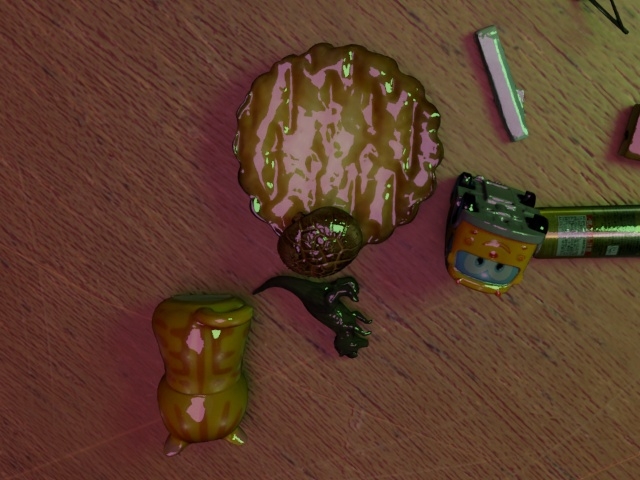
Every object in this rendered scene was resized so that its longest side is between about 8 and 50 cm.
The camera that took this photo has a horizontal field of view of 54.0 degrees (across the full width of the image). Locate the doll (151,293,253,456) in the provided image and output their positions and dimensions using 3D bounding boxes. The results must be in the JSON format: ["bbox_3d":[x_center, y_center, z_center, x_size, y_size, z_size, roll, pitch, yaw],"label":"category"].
[{"bbox_3d":[-0.195,0.210,1.056,0.167,0.162,0.269,-1,112,-6],"label":"doll"}]

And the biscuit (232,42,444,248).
[{"bbox_3d":[0.026,-0.139,0.979,0.326,0.107,0.325,1,99,7],"label":"biscuit"}]

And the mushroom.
[{"bbox_3d":[-0.001,0.004,0.921,0.126,0.085,0.109,-41,93,24],"label":"mushroom"}]

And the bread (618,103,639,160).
[{"bbox_3d":[0.569,-0.142,0.927,0.226,0.049,0.088,13,103,5],"label":"bread"}]

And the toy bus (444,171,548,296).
[{"bbox_3d":[0.245,-0.008,0.925,0.126,0.209,0.136,18,114,3],"label":"toy bus"}]

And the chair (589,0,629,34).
[{"bbox_3d":[0.387,-0.419,0.875,0.140,0.221,0.145,-43,135,13],"label":"chair"}]

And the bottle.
[{"bbox_3d":[0.469,-0.014,0.950,0.286,0.082,0.082,-1,101,9],"label":"bottle"}]

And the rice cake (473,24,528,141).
[{"bbox_3d":[0.282,-0.238,0.959,0.042,0.030,0.180,-20,99,8],"label":"rice cake"}]

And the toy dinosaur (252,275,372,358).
[{"bbox_3d":[-0.010,0.135,1.048,0.179,0.087,0.187,-24,96,11],"label":"toy dinosaur"}]
